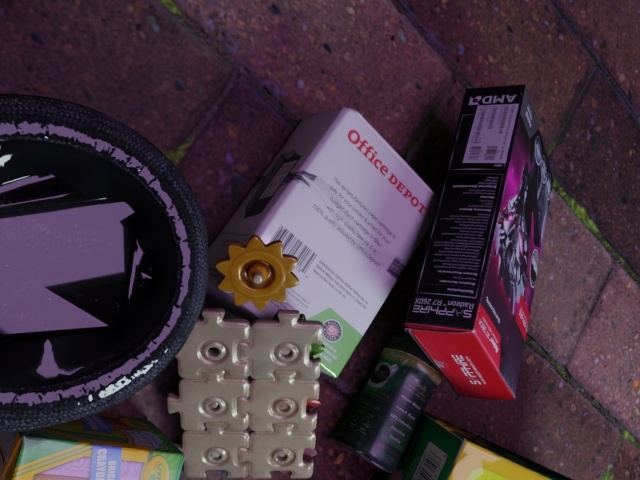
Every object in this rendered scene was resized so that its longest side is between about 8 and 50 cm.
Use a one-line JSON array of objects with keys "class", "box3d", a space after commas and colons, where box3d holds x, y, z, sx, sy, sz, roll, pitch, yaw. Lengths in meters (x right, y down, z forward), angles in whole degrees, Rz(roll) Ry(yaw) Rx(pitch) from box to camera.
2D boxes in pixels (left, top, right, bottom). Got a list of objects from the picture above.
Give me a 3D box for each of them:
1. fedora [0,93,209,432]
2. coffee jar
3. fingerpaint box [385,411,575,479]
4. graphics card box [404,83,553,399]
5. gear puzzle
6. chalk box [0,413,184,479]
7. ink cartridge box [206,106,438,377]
[{"class": "fedora", "box3d": [-0.286, 0.019, 0.650, 0.334, 0.152, 0.334, -1, 92, -27]}, {"class": "coffee jar", "box3d": [0.102, 0.219, 0.928, 0.079, 0.096, 0.184, 37, 74, -19]}, {"class": "fingerpaint box", "box3d": [0.218, 0.514, 0.897, 0.371, 0.163, 0.444, 26, 85, -13]}, {"class": "graphics card box", "box3d": [0.231, 0.003, 0.913, 0.233, 0.094, 0.370, 51, 49, -48]}, {"class": "gear puzzle", "box3d": [-0.084, 0.138, 0.757, 0.176, 0.044, 0.338, 2, 119, -4]}, {"class": "chalk box", "box3d": [-0.232, 0.262, 0.706, 0.213, 0.132, 0.132, 18, 83, -32]}, {"class": "ink cartridge box", "box3d": [0.000, 0.000, 0.847, 0.198, 0.115, 0.273, 42, 71, -26]}]
